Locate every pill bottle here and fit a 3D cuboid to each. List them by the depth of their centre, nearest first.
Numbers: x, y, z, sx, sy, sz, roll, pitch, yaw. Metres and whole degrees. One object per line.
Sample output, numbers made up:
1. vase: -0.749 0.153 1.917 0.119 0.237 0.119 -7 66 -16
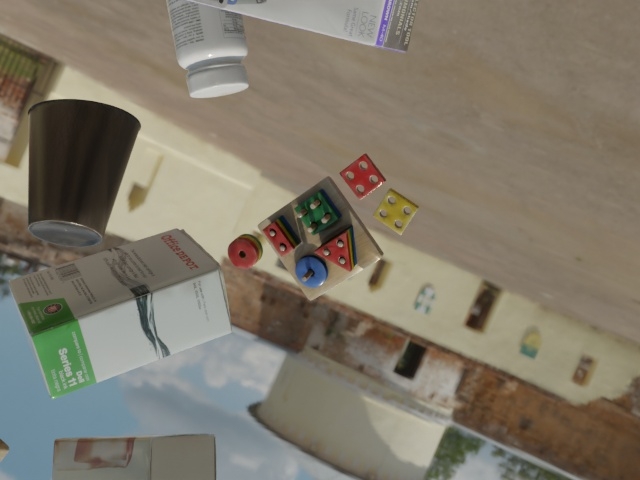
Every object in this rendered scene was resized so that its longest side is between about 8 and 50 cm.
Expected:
1. pill bottle: -0.250 -0.470 1.979 0.160 0.283 0.160 -10 -179 0

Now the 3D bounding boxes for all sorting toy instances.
1. sorting toy: 0.000 0.000 1.205 0.132 0.274 0.046 55 -153 -5

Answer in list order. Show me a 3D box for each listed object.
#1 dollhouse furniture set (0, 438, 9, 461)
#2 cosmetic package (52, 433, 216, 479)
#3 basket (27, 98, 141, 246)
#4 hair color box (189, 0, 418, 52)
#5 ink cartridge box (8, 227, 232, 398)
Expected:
1. dollhouse furniture set: -0.316 0.169 0.754 0.114 0.091 0.081 37 173 13
2. cosmetic package: -0.338 0.414 1.599 0.296 0.129 0.153 -11 165 39
3. basket: -0.434 -0.115 1.585 0.204 0.227 0.154 2 159 0
4. hair color box: -0.040 -0.359 1.089 0.338 0.185 0.110 19 -165 23
5. ink cartridge box: -0.222 0.073 0.991 0.208 0.087 0.153 -19 -154 -20
